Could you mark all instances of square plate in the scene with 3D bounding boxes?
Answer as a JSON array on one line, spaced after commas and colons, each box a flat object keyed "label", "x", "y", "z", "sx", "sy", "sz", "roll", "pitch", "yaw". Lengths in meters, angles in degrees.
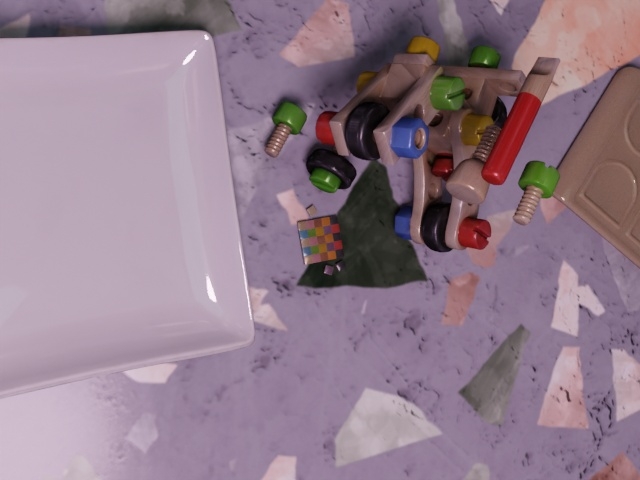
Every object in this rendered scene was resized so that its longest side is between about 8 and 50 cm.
[{"label": "square plate", "x": -0.248, "y": -0.033, "z": 0.966, "sx": 0.344, "sy": 0.049, "sz": 0.347, "roll": -9, "pitch": 92, "yaw": -29}]

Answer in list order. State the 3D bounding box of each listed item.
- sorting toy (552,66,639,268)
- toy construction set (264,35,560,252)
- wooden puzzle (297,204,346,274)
[{"label": "sorting toy", "x": 0.453, "y": -0.118, "z": 1.255, "sx": 0.229, "sy": 0.041, "sz": 0.307, "roll": 36, "pitch": 77, "yaw": -11}, {"label": "toy construction set", "x": 0.148, "y": -0.141, "z": 1.016, "sx": 0.257, "sy": 0.309, "sz": 0.237, "roll": 35, "pitch": 73, "yaw": -24}, {"label": "wooden puzzle", "x": 0.000, "y": 0.000, "z": 1.100, "sx": 0.049, "sy": 0.006, "sz": 0.083, "roll": -11, "pitch": 93, "yaw": -20}]
